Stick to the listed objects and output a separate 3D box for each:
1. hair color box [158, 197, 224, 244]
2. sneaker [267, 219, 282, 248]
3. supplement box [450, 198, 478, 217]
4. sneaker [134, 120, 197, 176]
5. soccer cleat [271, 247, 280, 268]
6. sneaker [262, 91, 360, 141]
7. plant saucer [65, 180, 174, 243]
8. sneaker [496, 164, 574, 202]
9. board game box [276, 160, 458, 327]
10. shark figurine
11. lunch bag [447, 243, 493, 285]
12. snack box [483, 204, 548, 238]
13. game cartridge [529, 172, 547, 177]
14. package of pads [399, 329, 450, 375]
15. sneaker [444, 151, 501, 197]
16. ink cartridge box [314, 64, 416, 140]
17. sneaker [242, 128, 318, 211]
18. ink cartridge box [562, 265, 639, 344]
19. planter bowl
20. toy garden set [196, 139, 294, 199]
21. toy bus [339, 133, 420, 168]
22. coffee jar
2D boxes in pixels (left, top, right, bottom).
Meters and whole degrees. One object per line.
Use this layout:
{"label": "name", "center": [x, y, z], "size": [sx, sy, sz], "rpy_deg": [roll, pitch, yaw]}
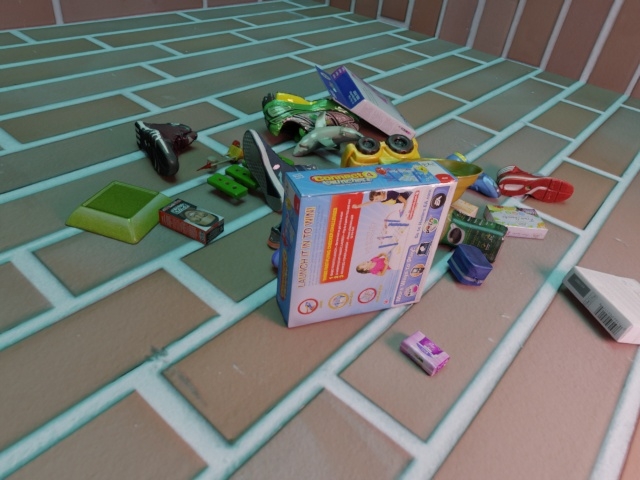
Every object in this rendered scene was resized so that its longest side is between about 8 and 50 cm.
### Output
{"label": "hair color box", "center": [-0.308, -0.048, 1.137], "size": [0.141, 0.043, 0.072], "rpy_deg": [22, 39, 17]}
{"label": "sneaker", "center": [-0.058, -0.035, 1.148], "size": [0.061, 0.064, 0.158], "rpy_deg": [32, 43, 28]}
{"label": "supplement box", "center": [0.379, -0.072, 1.301], "size": [0.062, 0.036, 0.098], "rpy_deg": [30, 43, 27]}
{"label": "sneaker", "center": [-0.420, -0.284, 1.380], "size": [0.163, 0.106, 0.281], "rpy_deg": [-15, 42, -31]}
{"label": "soccer cleat", "center": [0.000, 0.000, 1.089], "size": [0.248, 0.095, 0.083], "rpy_deg": [-15, 43, -28]}
{"label": "sneaker", "center": [-0.027, -0.388, 1.598], "size": [0.344, 0.134, 0.146], "rpy_deg": [1, 73, -20]}
{"label": "plant saucer", "center": [-0.478, -0.082, 1.150], "size": [0.189, 0.045, 0.188], "rpy_deg": [15, 38, 9]}
{"label": "sneaker", "center": [0.655, -0.190, 1.470], "size": [0.222, 0.086, 0.128], "rpy_deg": [11, 38, 1]}
{"label": "board game box", "center": [0.077, 0.008, 0.918], "size": [0.302, 0.308, 0.086], "rpy_deg": [-7, 39, -20]}
{"label": "shark figurine", "center": [0.070, -0.308, 1.508], "size": [0.279, 0.116, 0.166], "rpy_deg": [10, 68, 18]}
{"label": "lunch bag", "center": [0.343, 0.062, 1.098], "size": [0.067, 0.065, 0.098], "rpy_deg": [12, 33, -22]}
{"label": "snack box", "center": [0.532, -0.052, 1.302], "size": [0.141, 0.037, 0.100], "rpy_deg": [4, 39, -5]}
{"label": "game cartridge", "center": [0.700, -0.197, 1.543], "size": [0.083, 0.017, 0.056], "rpy_deg": [-13, 38, -26]}
{"label": "package of pads", "center": [0.197, 0.211, 0.901], "size": [0.050, 0.031, 0.083], "rpy_deg": [-25, 48, -34]}
{"label": "sneaker", "center": [0.453, -0.184, 1.453], "size": [0.082, 0.069, 0.209], "rpy_deg": [-39, 60, -4]}
{"label": "ink cartridge box", "center": [0.155, -0.503, 1.682], "size": [0.330, 0.071, 0.324], "rpy_deg": [25, 29, -30]}
{"label": "sneaker", "center": [-0.102, -0.204, 1.279], "size": [0.164, 0.086, 0.226], "rpy_deg": [-28, 94, -37]}
{"label": "ink cartridge box", "center": [0.691, 0.151, 1.075], "size": [0.233, 0.066, 0.189], "rpy_deg": [14, 32, -28]}
{"label": "planter bowl", "center": [0.294, -0.144, 1.208], "size": [0.218, 0.090, 0.217], "rpy_deg": [0, 21, 0]}
{"label": "toy garden set", "center": [-0.229, -0.199, 1.351], "size": [0.204, 0.049, 0.244], "rpy_deg": [29, 43, 23]}
{"label": "toy bus", "center": [0.185, -0.174, 1.333], "size": [0.221, 0.149, 0.211], "rpy_deg": [-6, 55, -15]}
{"label": "coffee jar", "center": [0.359, -0.019, 1.180], "size": [0.185, 0.096, 0.079], "rpy_deg": [23, 32, 18]}
